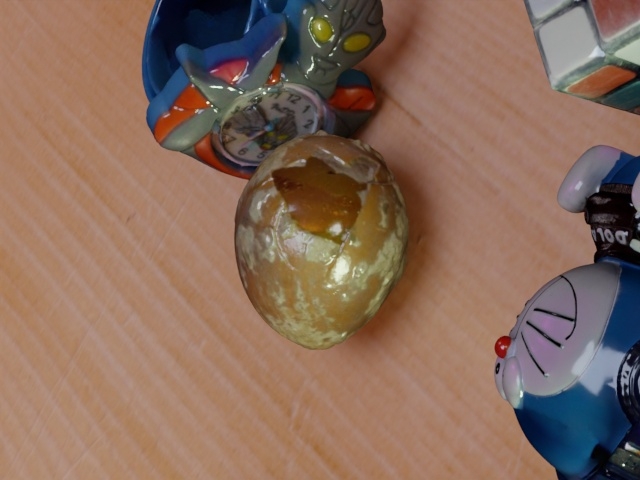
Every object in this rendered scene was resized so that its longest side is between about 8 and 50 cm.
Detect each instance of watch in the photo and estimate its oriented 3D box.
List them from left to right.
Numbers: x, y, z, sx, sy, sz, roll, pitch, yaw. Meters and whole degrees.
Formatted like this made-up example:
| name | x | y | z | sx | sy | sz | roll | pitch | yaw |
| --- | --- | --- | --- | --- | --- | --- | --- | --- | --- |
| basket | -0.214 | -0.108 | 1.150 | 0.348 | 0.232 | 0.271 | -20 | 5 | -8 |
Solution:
| name | x | y | z | sx | sy | sz | roll | pitch | yaw |
| --- | --- | --- | --- | --- | --- | --- | --- | --- | --- |
| watch | -0.069 | -0.244 | 2.050 | 0.305 | 0.241 | 0.274 | -50 | 40 | 24 |

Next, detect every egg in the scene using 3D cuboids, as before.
| name | x | y | z | sx | sy | sz | roll | pitch | yaw |
| --- | --- | --- | --- | --- | --- | --- | --- | --- | --- |
| egg | 0.000 | 0.000 | 1.955 | 0.195 | 0.195 | 0.233 | 11 | 87 | 43 |

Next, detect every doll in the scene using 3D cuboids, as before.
| name | x | y | z | sx | sy | sz | roll | pitch | yaw |
| --- | --- | --- | --- | --- | --- | --- | --- | --- | --- |
| doll | 0.292 | 0.088 | 1.654 | 0.284 | 0.240 | 0.310 | 165 | 130 | -81 |

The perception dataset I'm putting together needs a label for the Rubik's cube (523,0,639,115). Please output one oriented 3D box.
| name | x | y | z | sx | sy | sz | roll | pitch | yaw |
| --- | --- | --- | --- | --- | --- | --- | --- | --- | --- |
| Rubik's cube | 0.339 | -0.276 | 1.649 | 0.253 | 0.256 | 0.259 | -27 | 65 | 36 |
